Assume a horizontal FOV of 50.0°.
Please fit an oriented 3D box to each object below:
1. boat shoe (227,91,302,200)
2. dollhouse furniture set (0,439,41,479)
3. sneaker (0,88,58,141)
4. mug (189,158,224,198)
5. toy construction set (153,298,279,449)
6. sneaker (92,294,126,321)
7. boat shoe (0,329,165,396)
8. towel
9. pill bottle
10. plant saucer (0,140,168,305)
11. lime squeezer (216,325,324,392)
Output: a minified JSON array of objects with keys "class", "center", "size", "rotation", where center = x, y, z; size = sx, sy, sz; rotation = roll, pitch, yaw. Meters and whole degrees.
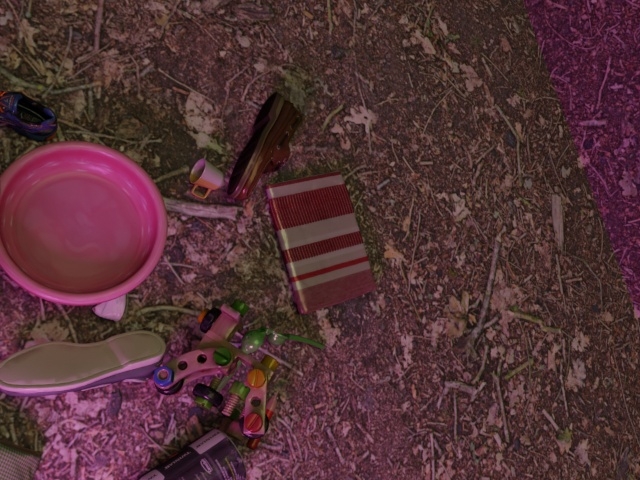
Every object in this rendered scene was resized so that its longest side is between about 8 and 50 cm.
[{"class":"boat shoe","center":[-0.121,-0.214,1.640],"size":[0.104,0.111,0.307],"rotation":[33,63,-23]},{"class":"dollhouse furniture set","center":[-0.575,0.418,1.111],"size":[0.301,0.151,0.197],"rotation":[42,58,-46]},{"class":"sneaker","center":[-0.613,-0.264,1.326],"size":[0.221,0.087,0.083],"rotation":[15,71,-32]},{"class":"mug","center":[-0.260,-0.142,1.571],"size":[0.064,0.078,0.062],"rotation":[27,33,-37]},{"class":"toy construction set","center":[-0.163,0.268,1.418],"size":[0.237,0.257,0.309],"rotation":[-61,146,-24]},{"class":"sneaker","center":[-0.423,0.087,1.405],"size":[0.061,0.053,0.152],"rotation":[18,71,-28]},{"class":"boat shoe","center":[-0.453,0.255,1.313],"size":[0.319,0.099,0.116],"rotation":[-8,43,-38]},{"class":"towel","center":[0.000,0.000,1.727],"size":[0.237,0.037,0.329],"rotation":[-14,87,-34]},{"class":"pill bottle","center":[-0.279,0.495,1.369],"size":[0.245,0.130,0.130],"rotation":[-28,96,-36]},{"class":"plant saucer","center":[-0.472,-0.030,1.346],"size":[0.332,0.084,0.332],"rotation":[8,69,-22]},{"class":"lime squeezer","center":[-0.117,0.249,1.580],"size":[0.310,0.059,0.110],"rotation":[-17,90,-37]}]
